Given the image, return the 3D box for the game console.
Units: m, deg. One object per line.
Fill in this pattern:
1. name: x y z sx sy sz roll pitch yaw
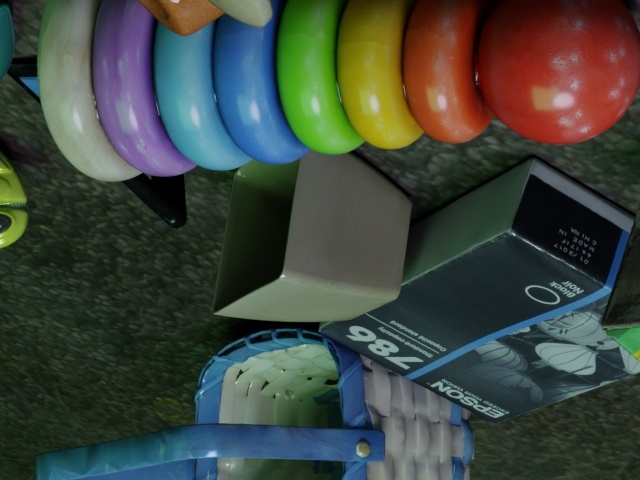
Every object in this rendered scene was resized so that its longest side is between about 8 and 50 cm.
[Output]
1. game console: -0.154 -0.064 1.350 0.071 0.107 0.122 -27 135 20

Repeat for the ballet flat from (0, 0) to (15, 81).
1. ballet flat: -0.226 -0.156 1.199 0.096 0.095 0.280 36 153 -4

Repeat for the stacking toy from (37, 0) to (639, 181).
1. stacking toy: 0.015 -0.095 1.099 0.330 0.141 0.141 4 150 24

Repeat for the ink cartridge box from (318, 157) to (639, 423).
1. ink cartridge box: 0.117 0.051 1.383 0.165 0.065 0.333 28 155 -16

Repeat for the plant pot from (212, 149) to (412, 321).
1. plant pot: 0.000 0.000 1.329 0.096 0.109 0.109 17 158 -23

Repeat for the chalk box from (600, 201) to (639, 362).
1. chalk box: 0.291 0.019 1.106 0.213 0.132 0.132 -8 142 48

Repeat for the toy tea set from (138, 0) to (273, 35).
1. toy tea set: -0.058 -0.201 0.908 0.200 0.124 0.336 49 172 -13

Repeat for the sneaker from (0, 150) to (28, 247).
1. sneaker: -0.340 -0.040 1.525 0.296 0.109 0.123 5 173 27

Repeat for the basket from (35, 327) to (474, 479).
1. basket: -0.046 0.169 1.537 0.289 0.201 0.255 1 171 -37
